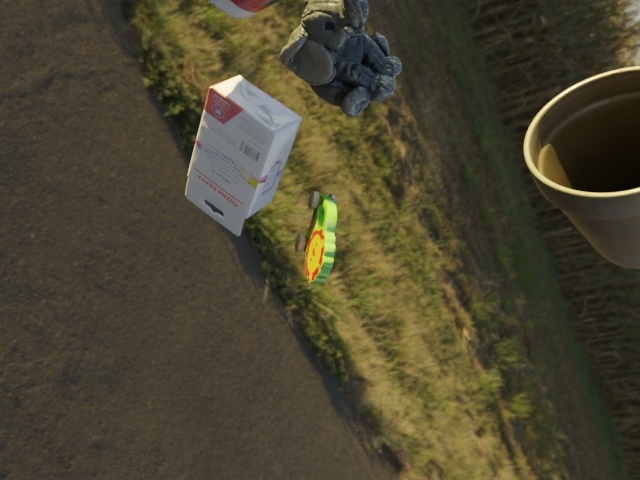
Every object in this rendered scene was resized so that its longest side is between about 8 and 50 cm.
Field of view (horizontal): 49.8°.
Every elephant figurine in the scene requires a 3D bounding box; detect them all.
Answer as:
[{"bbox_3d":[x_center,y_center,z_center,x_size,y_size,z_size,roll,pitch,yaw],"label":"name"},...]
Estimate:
[{"bbox_3d":[0.018,-0.326,1.089,0.239,0.186,0.169,45,20,-47],"label":"elephant figurine"}]

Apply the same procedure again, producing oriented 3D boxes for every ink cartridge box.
[{"bbox_3d":[-0.115,-0.114,0.971,0.115,0.198,0.067,37,42,14],"label":"ink cartridge box"}]

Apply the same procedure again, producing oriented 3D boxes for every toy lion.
[{"bbox_3d":[0.000,0.000,0.847,0.096,0.034,0.100,-117,-139,-61],"label":"toy lion"}]

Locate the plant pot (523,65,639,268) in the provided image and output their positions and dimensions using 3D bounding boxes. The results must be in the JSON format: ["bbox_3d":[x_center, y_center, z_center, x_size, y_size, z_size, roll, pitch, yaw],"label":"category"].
[{"bbox_3d":[0.566,-0.105,1.242,0.280,0.323,0.323,54,32,-37],"label":"plant pot"}]

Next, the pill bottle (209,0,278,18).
[{"bbox_3d":[-0.007,-0.402,0.786,0.176,0.319,0.176,39,40,-44],"label":"pill bottle"}]
